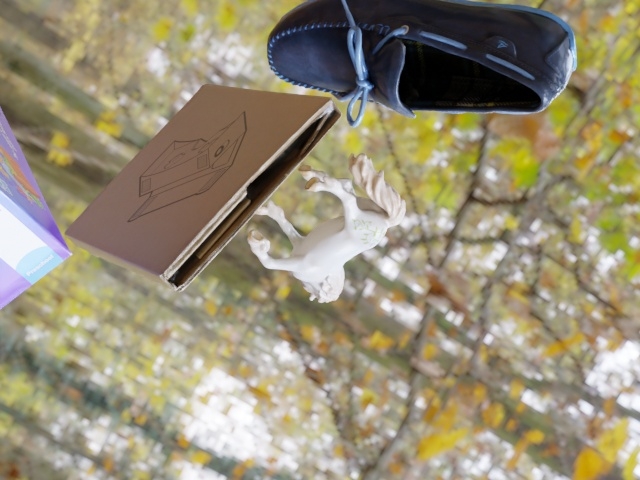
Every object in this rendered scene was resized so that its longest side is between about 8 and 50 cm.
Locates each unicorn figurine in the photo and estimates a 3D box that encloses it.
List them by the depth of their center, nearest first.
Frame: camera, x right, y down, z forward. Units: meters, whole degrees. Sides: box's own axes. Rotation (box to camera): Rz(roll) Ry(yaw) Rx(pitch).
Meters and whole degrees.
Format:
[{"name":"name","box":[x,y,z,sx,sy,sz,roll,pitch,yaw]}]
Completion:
[{"name":"unicorn figurine","box":[0.000,0.000,1.100,0.162,0.111,0.060,-24,-139,41]}]

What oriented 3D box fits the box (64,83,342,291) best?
[{"name":"box","box":[-0.088,-0.045,1.004,0.164,0.021,0.201,-48,-154,-13]}]

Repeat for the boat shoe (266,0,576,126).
[{"name":"boat shoe","box":[0.069,-0.148,1.137,0.258,0.109,0.089,0,-136,26]}]

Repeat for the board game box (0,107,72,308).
[{"name":"board game box","box":[-0.326,-0.040,0.958,0.233,0.078,0.347,-38,-135,3]}]
